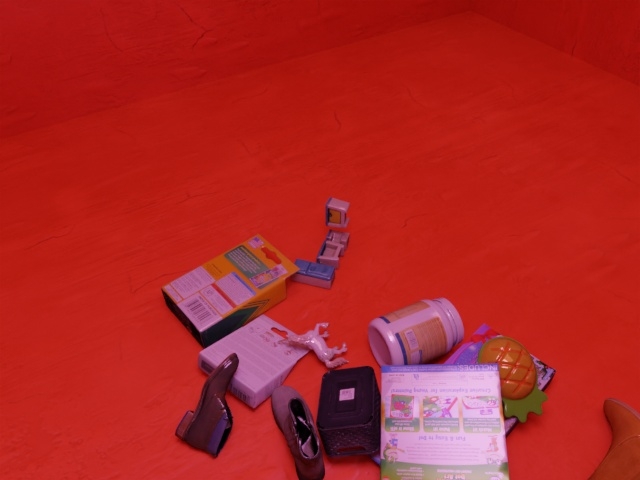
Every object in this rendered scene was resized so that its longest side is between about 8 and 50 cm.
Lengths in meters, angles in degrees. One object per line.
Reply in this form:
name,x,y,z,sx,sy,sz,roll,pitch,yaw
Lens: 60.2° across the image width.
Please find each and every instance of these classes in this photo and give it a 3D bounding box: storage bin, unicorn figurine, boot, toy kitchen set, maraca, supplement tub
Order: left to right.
boot,-0.218,0.366,1.226,0.106,0.082,0.219,30,84,17
boot,-0.046,0.378,1.176,0.083,0.161,0.247,-16,44,-15
unicorn figurine,-0.009,0.254,1.370,0.161,0.060,0.111,34,38,31
toy kitchen set,0.000,0.000,1.584,0.122,0.166,0.207,11,44,13
storage bin,0.065,0.366,1.198,0.121,0.085,0.180,-11,27,12
supplement tub,0.231,0.229,1.343,0.199,0.144,0.144,-18,45,-17
maraca,0.420,0.302,1.212,0.127,0.099,0.186,-21,71,-6
boot,0.593,0.456,1.116,0.211,0.104,0.295,-34,16,4

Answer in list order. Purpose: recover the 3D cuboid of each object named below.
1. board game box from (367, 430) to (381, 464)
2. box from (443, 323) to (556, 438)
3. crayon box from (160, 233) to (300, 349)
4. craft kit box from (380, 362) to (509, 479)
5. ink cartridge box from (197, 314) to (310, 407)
board game box,0.221,0.414,1.168,0.160,0.039,0.211,32,74,31
box,0.377,0.344,1.277,0.293,0.057,0.201,-34,53,-30
crayon box,-0.238,0.130,1.512,0.322,0.083,0.203,-31,50,-27
craft kit box,0.248,0.379,1.125,0.249,0.061,0.247,-4,57,15
ink cartridge box,-0.155,0.292,1.373,0.189,0.066,0.232,26,28,28
